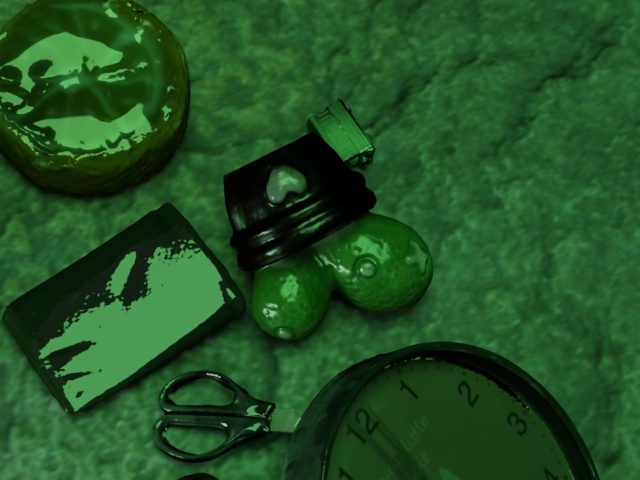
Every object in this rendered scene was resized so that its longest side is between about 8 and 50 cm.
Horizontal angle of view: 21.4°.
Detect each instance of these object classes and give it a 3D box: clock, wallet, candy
[{"bbox_3d":[0.137,0.290,1.745,0.386,0.076,0.386,13,65,-30],"label":"clock"},{"bbox_3d":[-0.226,0.079,1.945,0.245,0.052,0.169,-32,69,-13],"label":"wallet"},{"bbox_3d":[-0.281,-0.177,2.040,0.259,0.118,0.260,2,68,-4],"label":"candy"}]

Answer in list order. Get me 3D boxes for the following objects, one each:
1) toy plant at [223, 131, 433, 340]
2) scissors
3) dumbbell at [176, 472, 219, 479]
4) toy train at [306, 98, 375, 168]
[{"bbox_3d":[0.000,0.000,1.944,0.218,0.175,0.235,-27,95,-9],"label":"toy plant"},{"bbox_3d":[-0.039,0.198,1.868,0.300,0.022,0.109,1,63,13],"label":"scissors"},{"bbox_3d":[-0.043,0.293,1.766,0.225,0.124,0.140,-8,62,-30],"label":"dumbbell"},{"bbox_3d":[0.026,-0.126,2.071,0.056,0.038,0.093,-29,68,-14],"label":"toy train"}]
